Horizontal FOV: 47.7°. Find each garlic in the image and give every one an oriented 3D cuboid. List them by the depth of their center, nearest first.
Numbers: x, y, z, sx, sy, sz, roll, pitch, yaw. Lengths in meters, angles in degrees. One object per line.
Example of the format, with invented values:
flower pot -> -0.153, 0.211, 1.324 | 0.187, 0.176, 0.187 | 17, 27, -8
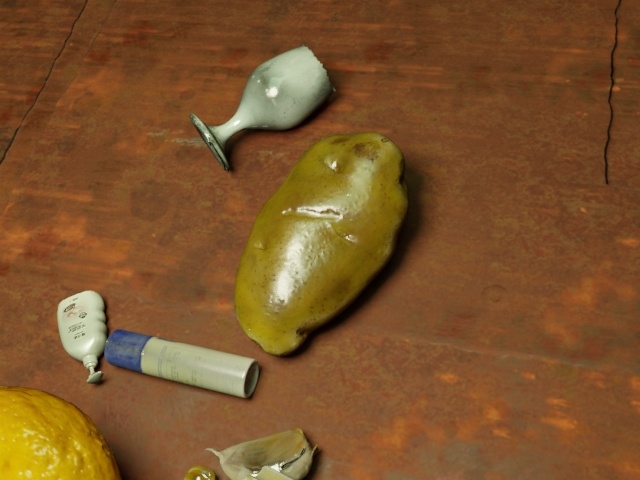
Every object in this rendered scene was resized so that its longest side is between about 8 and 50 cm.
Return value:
garlic -> -0.074, 0.306, 0.978 | 0.152, 0.066, 0.084 | -16, 31, -3

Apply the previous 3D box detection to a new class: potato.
potato -> 0.000, 0.000, 1.095 | 0.195, 0.176, 0.369 | 37, 78, -14

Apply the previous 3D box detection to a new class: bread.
bread -> -0.171, 0.351, 0.984 | 0.049, 0.034, 0.088 | 4, 61, 21

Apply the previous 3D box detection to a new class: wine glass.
wine glass -> -0.100, -0.233, 1.261 | 0.241, 0.126, 0.126 | -34, 59, -7

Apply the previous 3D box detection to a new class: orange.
orange -> -0.396, 0.347, 0.863 | 0.293, 0.341, 0.341 | 34, 71, 10

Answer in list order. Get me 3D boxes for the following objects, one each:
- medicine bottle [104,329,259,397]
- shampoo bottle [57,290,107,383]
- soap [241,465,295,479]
medicine bottle -> -0.208, 0.181, 1.076 | 0.230, 0.059, 0.059 | 10, 63, 17
shampoo bottle -> -0.368, 0.157, 1.132 | 0.077, 0.045, 0.152 | -21, 59, -1
soap -> 0.006, 0.409, 0.853 | 0.274, 0.089, 0.174 | 21, 91, 21
